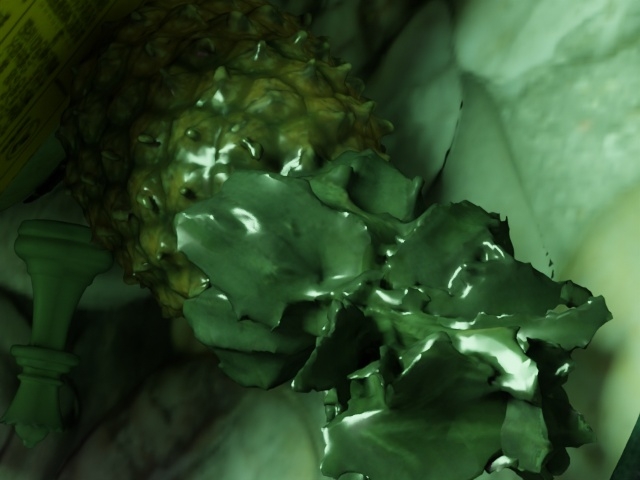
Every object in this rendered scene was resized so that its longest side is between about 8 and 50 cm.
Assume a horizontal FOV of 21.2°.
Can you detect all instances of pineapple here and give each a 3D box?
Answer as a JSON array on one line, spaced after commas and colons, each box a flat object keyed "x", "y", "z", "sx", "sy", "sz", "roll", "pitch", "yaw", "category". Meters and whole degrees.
[{"x": 0.000, "y": 0.000, "z": 0.533, "sx": 0.125, "sy": 0.125, "sz": 0.251, "roll": -58, "pitch": 32, "yaw": 9, "category": "pineapple"}]

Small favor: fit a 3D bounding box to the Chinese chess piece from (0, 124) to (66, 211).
[{"x": -0.167, "y": -0.101, "z": 0.801, "sx": 0.188, "sy": 0.083, "sz": 0.188, "roll": -25, "pitch": 53, "yaw": 37, "category": "Chinese chess piece"}]

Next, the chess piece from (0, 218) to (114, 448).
[{"x": -0.112, "y": 0.040, "z": 0.709, "sx": 0.042, "sy": 0.042, "sz": 0.093, "roll": -1, "pitch": 78, "yaw": 47, "category": "chess piece"}]

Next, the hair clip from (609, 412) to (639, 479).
[{"x": 0.058, "y": 0.114, "z": 0.485, "sx": 0.229, "sy": 0.070, "sz": 0.039, "roll": -56, "pitch": 29, "yaw": 0, "category": "hair clip"}]

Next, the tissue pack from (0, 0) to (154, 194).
[{"x": -0.164, "y": -0.152, "z": 0.577, "sx": 0.228, "sy": 0.293, "sz": 0.382, "roll": 38, "pitch": 85, "yaw": 7, "category": "tissue pack"}]
